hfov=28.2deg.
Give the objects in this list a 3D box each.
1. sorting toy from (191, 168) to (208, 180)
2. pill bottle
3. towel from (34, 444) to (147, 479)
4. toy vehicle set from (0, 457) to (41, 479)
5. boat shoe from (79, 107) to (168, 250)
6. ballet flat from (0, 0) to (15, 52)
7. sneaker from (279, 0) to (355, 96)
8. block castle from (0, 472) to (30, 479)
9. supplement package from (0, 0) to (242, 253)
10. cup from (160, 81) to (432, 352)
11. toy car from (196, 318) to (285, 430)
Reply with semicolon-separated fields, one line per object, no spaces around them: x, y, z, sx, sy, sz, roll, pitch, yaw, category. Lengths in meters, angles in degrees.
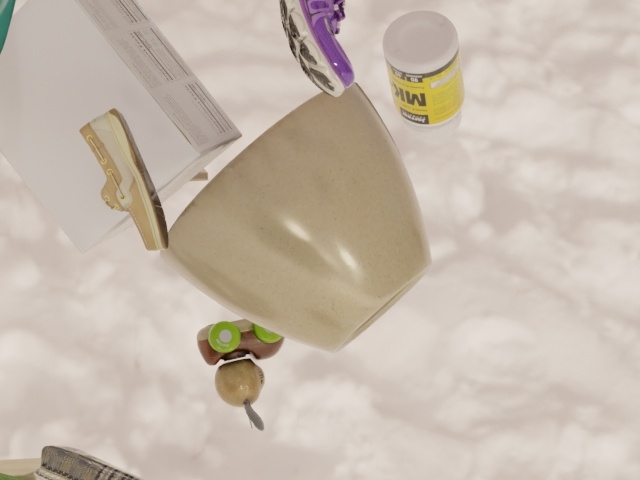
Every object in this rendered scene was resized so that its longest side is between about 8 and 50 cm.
-0.241;-0.117;1.930;0.132;0.046;0.274;-2;7;-9;sorting toy
0.169;-0.257;2.032;0.119;0.208;0.119;-6;58;9;pill bottle
-0.069;0.259;1.038;0.312;0.324;0.056;23;78;6;towel
-0.357;0.367;1.863;0.166;0.267;0.035;33;62;-30;toy vehicle set
-0.176;-0.049;1.140;0.045;0.135;0.050;-22;-7;2;boat shoe
-0.368;-0.165;1.224;0.124;0.342;0.116;11;17;7;ballet flat
0.001;-0.193;0.959;0.071;0.068;0.170;-14;80;-3;sneaker
-0.462;0.452;1.738;0.453;0.213;0.303;8;63;26;block castle
-0.267;-0.156;1.513;0.262;0.204;0.145;52;22;0;supplement package
0.000;0.000;1.592;0.237;0.331;0.331;49;43;8;cup
-0.118;0.221;2.108;0.149;0.188;0.155;-11;-3;-13;toy car
